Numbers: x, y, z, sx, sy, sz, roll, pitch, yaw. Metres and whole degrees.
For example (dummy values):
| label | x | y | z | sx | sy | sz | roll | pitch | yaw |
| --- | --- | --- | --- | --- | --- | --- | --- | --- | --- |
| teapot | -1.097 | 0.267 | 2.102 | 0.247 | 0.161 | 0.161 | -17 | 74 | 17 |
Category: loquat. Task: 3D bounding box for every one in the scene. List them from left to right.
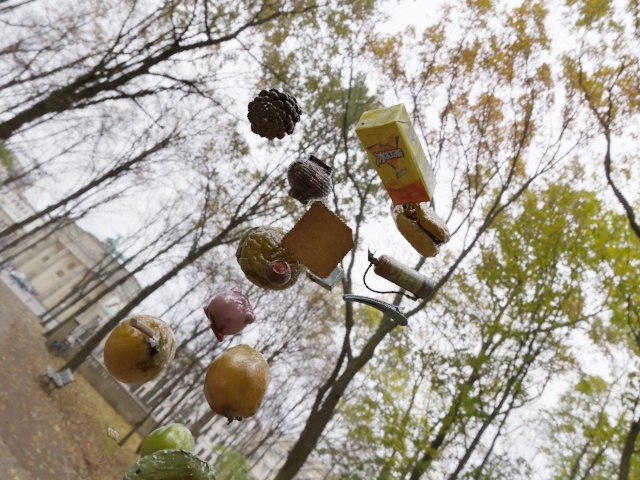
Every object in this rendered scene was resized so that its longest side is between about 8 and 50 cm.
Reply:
| label | x | y | z | sx | sy | sz | roll | pitch | yaw |
| --- | --- | --- | --- | --- | --- | --- | --- | --- | --- |
| loquat | -0.680 | 0.408 | 1.722 | 0.263 | 0.263 | 0.263 | 34 | -30 | 23 |
| loquat | -0.244 | 0.423 | 1.351 | 0.187 | 0.234 | 0.176 | -4 | -27 | 28 |

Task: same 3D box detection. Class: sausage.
| label | x | y | z | sx | sy | sz | roll | pitch | yaw |
| --- | --- | --- | --- | --- | --- | --- | --- | --- | --- |
| sausage | -0.515 | 0.256 | 1.324 | 0.026 | 0.026 | 0.116 | 33 | -20 | 25 |

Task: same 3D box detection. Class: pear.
| label | x | y | z | sx | sy | sz | roll | pitch | yaw |
| --- | --- | --- | --- | --- | --- | --- | --- | --- | --- |
| pear | -0.513 | 0.698 | 1.563 | 0.180 | 0.216 | 0.166 | -30 | -68 | 25 |

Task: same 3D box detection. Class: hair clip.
| label | x | y | z | sx | sy | sz | roll | pitch | yaw |
| --- | --- | --- | --- | --- | --- | --- | --- | --- | --- |
| hair clip | 0.196 | 0.239 | 1.667 | 0.275 | 0.083 | 0.048 | 21 | -49 | -17 |

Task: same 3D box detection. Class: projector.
| label | x | y | z | sx | sy | sz | roll | pitch | yaw |
| --- | --- | --- | --- | --- | --- | --- | --- | --- | --- |
| projector | 0.021 | 0.156 | 2.114 | 0.147 | 0.115 | 0.061 | 29 | -36 | 22 |

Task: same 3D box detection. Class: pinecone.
| label | x | y | z | sx | sy | sz | roll | pitch | yaw |
| --- | --- | --- | --- | --- | --- | --- | --- | --- | --- |
| pinecone | -0.212 | -0.599 | 2.166 | 0.244 | 0.309 | 0.244 | 10 | -66 | 24 |

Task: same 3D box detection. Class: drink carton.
| label | x | y | z | sx | sy | sz | roll | pitch | yaw |
| --- | --- | --- | --- | --- | --- | --- | --- | --- | --- |
| drink carton | 0.266 | -0.283 | 1.553 | 0.154 | 0.111 | 0.351 | -4 | -43 | 35 |

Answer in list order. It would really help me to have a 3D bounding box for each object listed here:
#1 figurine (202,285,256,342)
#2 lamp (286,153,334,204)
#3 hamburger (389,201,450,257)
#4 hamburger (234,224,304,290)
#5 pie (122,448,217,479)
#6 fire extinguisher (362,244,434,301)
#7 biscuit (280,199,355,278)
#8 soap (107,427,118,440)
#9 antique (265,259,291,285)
| label | x | y | z | sx | sy | sz | roll | pitch | yaw |
| --- | --- | --- | --- | --- | --- | --- | --- | --- | --- |
| figurine | -0.337 | 0.267 | 1.704 | 0.173 | 0.173 | 0.173 | 34 | -30 | 23 |
| lamp | -0.056 | -0.281 | 2.164 | 0.247 | 0.247 | 0.247 | 34 | -30 | 23 |
| hamburger | 0.391 | -0.082 | 1.852 | 0.318 | 0.158 | 0.319 | 46 | 16 | -17 |
| hamburger | -0.205 | 0.071 | 1.899 | 0.285 | 0.265 | 0.134 | 24 | -15 | -13 |
| pie | -0.433 | 0.758 | 1.336 | 0.306 | 0.306 | 0.071 | 46 | -7 | 0 |
| fire extinguisher | 0.357 | 0.183 | 2.212 | 0.376 | 0.200 | 0.113 | 30 | -25 | -10 |
| biscuit | 0.000 | 0.000 | 1.738 | 0.237 | 0.232 | 0.013 | 40 | 3 | -12 |
| soap | -0.782 | 0.731 | 1.721 | 0.089 | 0.012 | 0.034 | 83 | -2 | -54 |
| antique | -0.160 | 0.122 | 1.728 | 0.104 | 0.104 | 0.104 | 34 | -30 | 23 |
